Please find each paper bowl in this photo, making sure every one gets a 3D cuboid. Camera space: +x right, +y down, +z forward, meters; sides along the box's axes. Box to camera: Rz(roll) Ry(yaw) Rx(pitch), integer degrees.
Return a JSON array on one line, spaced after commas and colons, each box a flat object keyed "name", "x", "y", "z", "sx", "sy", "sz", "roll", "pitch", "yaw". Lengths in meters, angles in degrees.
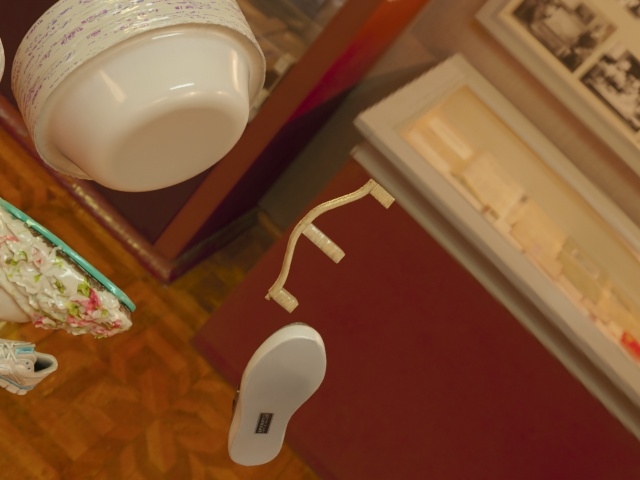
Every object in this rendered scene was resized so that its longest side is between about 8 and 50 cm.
[{"name": "paper bowl", "x": -0.198, "y": -0.164, "z": 1.055, "sx": 0.284, "sy": 0.284, "sz": 0.148, "roll": -2, "pitch": 58, "yaw": -50}]

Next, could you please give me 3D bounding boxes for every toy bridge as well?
[{"name": "toy bridge", "x": 0.000, "y": 0.000, "z": 1.059, "sx": 0.063, "sy": 0.188, "sz": 0.026, "roll": 42, "pitch": 4, "yaw": -17}]

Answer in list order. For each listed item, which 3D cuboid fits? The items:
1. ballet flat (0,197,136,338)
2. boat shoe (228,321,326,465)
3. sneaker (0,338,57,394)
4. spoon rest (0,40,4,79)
[{"name": "ballet flat", "x": -0.220, "y": -0.006, "z": 0.545, "sx": 0.241, "sy": 0.091, "sz": 0.077, "roll": 40, "pitch": 73, "yaw": 8}, {"name": "boat shoe", "x": -0.052, "y": 0.152, "z": 0.976, "sx": 0.080, "sy": 0.229, "sz": 0.076, "roll": 5, "pitch": 44, "yaw": -13}, {"name": "sneaker", "x": -0.445, "y": 0.159, "z": 1.267, "sx": 0.190, "sy": 0.082, "sz": 0.071, "roll": 32, "pitch": 37, "yaw": -58}, {"name": "spoon rest", "x": -0.529, "y": -0.219, "z": 1.147, "sx": 0.276, "sy": 0.084, "sz": 0.137, "roll": -26, "pitch": 111, "yaw": -35}]
